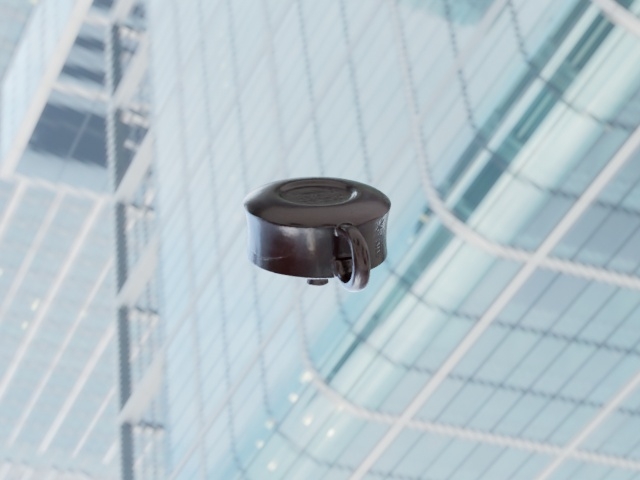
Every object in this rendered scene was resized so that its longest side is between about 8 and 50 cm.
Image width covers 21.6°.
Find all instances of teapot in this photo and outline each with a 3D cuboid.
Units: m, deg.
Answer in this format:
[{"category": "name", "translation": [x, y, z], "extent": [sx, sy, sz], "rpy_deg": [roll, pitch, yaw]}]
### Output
[{"category": "teapot", "translation": [0.000, 0.000, 0.758], "extent": [0.068, 0.045, 0.100], "rpy_deg": [-8, -157, -20]}]
